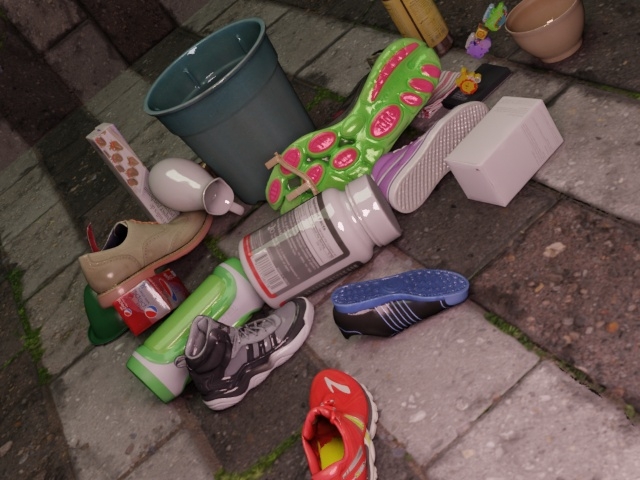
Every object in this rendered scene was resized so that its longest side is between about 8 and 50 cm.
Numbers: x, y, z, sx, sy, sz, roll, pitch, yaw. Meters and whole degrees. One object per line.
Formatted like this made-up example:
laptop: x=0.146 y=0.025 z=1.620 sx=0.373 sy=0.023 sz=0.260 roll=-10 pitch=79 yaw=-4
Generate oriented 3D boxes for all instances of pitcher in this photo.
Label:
pitcher: x=-0.292 y=-0.114 z=2.168 sx=0.207 sy=0.177 sz=0.126 roll=19 pitch=80 yaw=34

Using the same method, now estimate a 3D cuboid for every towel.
towel: x=0.238 y=-0.344 z=2.102 sx=0.144 sy=0.029 sz=0.197 roll=-44 pitch=30 yaw=-13

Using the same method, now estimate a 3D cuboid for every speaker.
speaker: x=-0.237 y=0.173 z=1.792 sx=0.296 sy=0.131 sz=0.131 roll=-46 pitch=31 yaw=-15

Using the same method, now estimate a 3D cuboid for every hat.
hat: x=-0.529 y=0.112 z=2.126 sx=0.173 sy=0.183 sz=0.208 roll=-39 pitch=30 yaw=-2

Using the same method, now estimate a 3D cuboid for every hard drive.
hard drive: x=0.337 y=-0.331 z=1.983 sx=0.135 sy=0.022 sz=0.094 roll=-43 pitch=30 yaw=-9

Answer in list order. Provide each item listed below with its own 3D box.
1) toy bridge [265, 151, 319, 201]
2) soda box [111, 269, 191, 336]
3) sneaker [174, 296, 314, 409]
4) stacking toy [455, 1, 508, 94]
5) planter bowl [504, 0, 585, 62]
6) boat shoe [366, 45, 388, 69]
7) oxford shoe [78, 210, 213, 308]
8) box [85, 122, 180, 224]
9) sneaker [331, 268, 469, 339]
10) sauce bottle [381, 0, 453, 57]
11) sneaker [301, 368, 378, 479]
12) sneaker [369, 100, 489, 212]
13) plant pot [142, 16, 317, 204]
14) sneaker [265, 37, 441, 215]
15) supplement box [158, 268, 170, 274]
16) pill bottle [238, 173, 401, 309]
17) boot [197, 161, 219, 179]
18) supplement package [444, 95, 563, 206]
toy bridge: x=-0.043 y=-0.105 z=1.911 sx=0.063 sy=0.188 sz=0.026 roll=-32 pitch=2 yaw=25
soda box: x=-0.344 y=0.125 z=1.900 sx=0.092 sy=0.083 sz=0.263 roll=-36 pitch=0 yaw=2
sneaker: x=-0.138 y=0.172 z=1.658 sx=0.268 sy=0.153 sz=0.101 roll=-43 pitch=31 yaw=-10
stacking toy: x=0.354 y=-0.439 z=1.927 sx=0.221 sy=0.052 sz=0.167 roll=113 pitch=178 yaw=-46
planter bowl: x=0.479 y=-0.438 z=1.895 sx=0.162 sy=0.109 sz=0.162 roll=-27 pitch=31 yaw=18
boat shoe: x=0.179 y=-0.432 z=2.221 sx=0.079 sy=0.084 sz=0.233 roll=-28 pitch=19 yaw=-4
oxford shoe: x=-0.393 y=-0.003 z=2.121 sx=0.140 sy=0.147 sz=0.397 roll=-23 pitch=14 yaw=38
box: x=-0.452 y=-0.147 z=2.262 sx=0.063 sy=0.324 sz=0.067 roll=-43 pitch=29 yaw=-17
sneaker: x=0.136 y=0.111 z=1.539 sx=0.232 sy=0.090 sz=0.081 roll=-7 pitch=35 yaw=8
sauce bottle: x=0.197 y=-0.588 z=2.168 sx=0.111 sy=0.344 sz=0.111 roll=-25 pitch=31 yaw=16
sneaker: x=0.022 y=0.277 z=1.377 sx=0.107 sy=0.118 sz=0.279 roll=-30 pitch=31 yaw=12
sneaker: x=0.206 y=-0.185 z=1.847 sx=0.282 sy=0.102 sz=0.161 roll=-42 pitch=27 yaw=-9
plant pot: x=-0.181 y=-0.285 z=2.159 sx=0.341 sy=0.334 sz=0.341 roll=-27 pitch=31 yaw=17
sneaker: x=0.083 y=-0.222 z=1.995 sx=0.483 sy=0.185 sz=0.202 roll=-44 pitch=-4 yaw=2
supplement box: x=-0.357 y=0.112 z=2.084 sx=0.055 sy=0.043 sz=0.083 roll=-29 pitch=31 yaw=14
pill bottle: x=0.000 y=0.000 z=1.744 sx=0.283 sy=0.161 sz=0.161 roll=-30 pitch=31 yaw=12
boot: x=-0.308 y=-0.181 z=2.398 sx=0.248 sy=0.090 sz=0.207 roll=-31 pitch=21 yaw=-9
supplement package: x=0.335 y=-0.165 z=1.673 sx=0.179 sy=0.105 sz=0.105 roll=-46 pitch=31 yaw=-16
